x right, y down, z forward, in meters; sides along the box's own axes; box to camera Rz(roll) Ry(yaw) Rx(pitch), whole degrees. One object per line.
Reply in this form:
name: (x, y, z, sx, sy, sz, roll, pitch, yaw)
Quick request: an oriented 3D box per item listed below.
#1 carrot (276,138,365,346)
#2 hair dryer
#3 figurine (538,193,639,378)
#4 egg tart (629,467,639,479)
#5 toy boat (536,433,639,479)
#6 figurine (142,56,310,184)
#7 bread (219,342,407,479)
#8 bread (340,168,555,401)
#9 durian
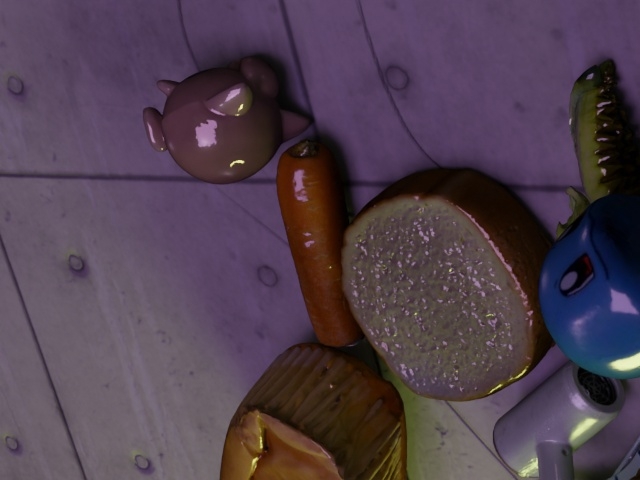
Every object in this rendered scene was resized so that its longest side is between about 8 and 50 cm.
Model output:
carrot: (0.000, 0.000, 1.697, 0.067, 0.067, 0.225, 7, 124, 33)
hair dryer: (0.224, 0.232, 1.581, 0.073, 0.236, 0.131, 22, 137, -19)
figurine: (0.366, -0.027, 1.297, 0.416, 0.298, 0.243, -8, 132, 11)
egg tart: (0.454, 0.329, 1.480, 0.443, 0.178, 0.443, 26, 138, 27)
toy boat: (0.292, 0.279, 1.661, 0.220, 0.067, 0.291, 40, 114, 21)
figurine: (-0.094, -0.116, 1.659, 0.138, 0.125, 0.125, -19, 106, 32)
bread: (0.004, 0.243, 1.791, 0.204, 0.156, 0.288, 27, 138, 26)
bread: (0.125, 0.044, 1.632, 0.236, 0.070, 0.236, 19, 127, 27)
durian: (0.277, 0.028, 1.488, 0.132, 0.106, 0.375, -5, 110, 44)
